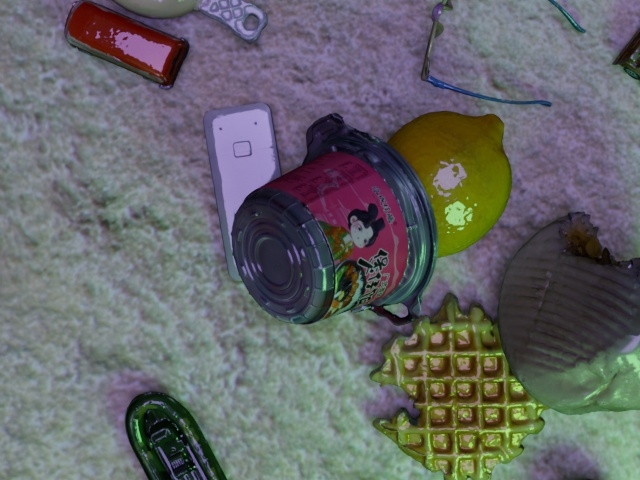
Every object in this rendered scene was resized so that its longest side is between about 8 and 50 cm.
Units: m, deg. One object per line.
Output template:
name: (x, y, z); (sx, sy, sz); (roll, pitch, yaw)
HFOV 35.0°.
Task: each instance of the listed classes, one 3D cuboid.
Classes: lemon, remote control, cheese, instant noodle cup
lemon: (0.163, -0.076, 1.398); (0.187, 0.187, 0.244); (36, 103, -3)
remote control: (-0.102, -0.070, 1.470); (0.103, 0.034, 0.250); (-10, 94, 0)
cheese: (-0.204, -0.353, 1.429); (0.163, 0.071, 0.249); (-37, 95, 2)
instant noodle cup: (0.000, 0.000, 1.336); (0.181, 0.258, 0.302); (-24, 80, -39)

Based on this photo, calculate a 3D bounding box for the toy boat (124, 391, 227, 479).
toy boat: (-0.214, 0.316, 1.491); (0.104, 0.052, 0.210); (-27, 95, 4)

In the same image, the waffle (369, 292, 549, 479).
waffle: (0.205, 0.220, 1.486); (0.261, 0.056, 0.250); (42, 93, -1)

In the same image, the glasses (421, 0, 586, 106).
glasses: (0.250, -0.285, 1.456); (0.220, 0.088, 0.190); (21, 93, -22)

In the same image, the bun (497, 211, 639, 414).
bun: (0.388, 0.120, 1.392); (0.205, 0.281, 0.281); (28, 95, -37)

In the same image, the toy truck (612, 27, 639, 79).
toy truck: (0.515, -0.229, 1.422); (0.177, 0.115, 0.080); (36, 93, -5)

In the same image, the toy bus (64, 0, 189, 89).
toy bus: (-0.278, -0.281, 1.430); (0.174, 0.077, 0.079); (23, 94, -3)
